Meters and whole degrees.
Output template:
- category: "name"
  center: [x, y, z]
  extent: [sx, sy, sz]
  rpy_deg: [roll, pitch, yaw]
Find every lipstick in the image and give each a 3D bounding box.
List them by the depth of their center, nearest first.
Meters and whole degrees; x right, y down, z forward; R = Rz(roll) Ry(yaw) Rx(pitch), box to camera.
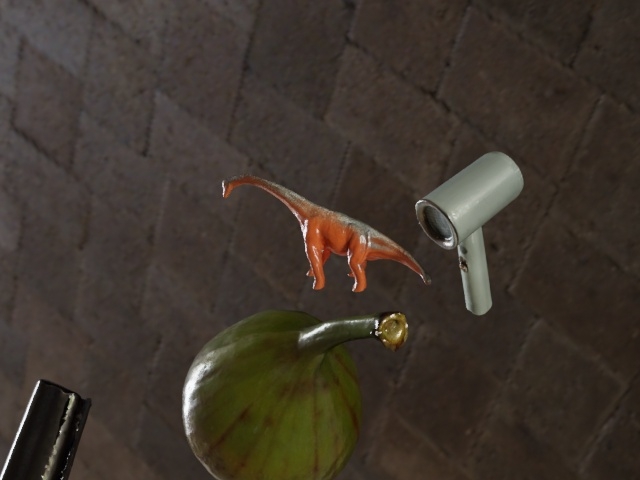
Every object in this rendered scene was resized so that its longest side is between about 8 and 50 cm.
- category: "lipstick"
  center: [-0.348, 0.359, 1.532]
  extent: [0.077, 0.418, 0.077]
  rpy_deg: [17, 170, 3]

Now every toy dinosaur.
- category: "toy dinosaur"
  center: [0.003, -0.001, 1.526]
  extent: [0.279, 0.055, 0.101]
  rpy_deg: [14, 106, 24]

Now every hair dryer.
- category: "hair dryer"
  center: [0.206, 0.009, 1.803]
  extent: [0.073, 0.131, 0.236]
  rpy_deg: [32, 148, 42]

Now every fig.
- category: "fig"
  center: [-0.025, 0.109, 1.086]
  extent: [0.151, 0.151, 0.259]
  rpy_deg: [45, 153, 9]
